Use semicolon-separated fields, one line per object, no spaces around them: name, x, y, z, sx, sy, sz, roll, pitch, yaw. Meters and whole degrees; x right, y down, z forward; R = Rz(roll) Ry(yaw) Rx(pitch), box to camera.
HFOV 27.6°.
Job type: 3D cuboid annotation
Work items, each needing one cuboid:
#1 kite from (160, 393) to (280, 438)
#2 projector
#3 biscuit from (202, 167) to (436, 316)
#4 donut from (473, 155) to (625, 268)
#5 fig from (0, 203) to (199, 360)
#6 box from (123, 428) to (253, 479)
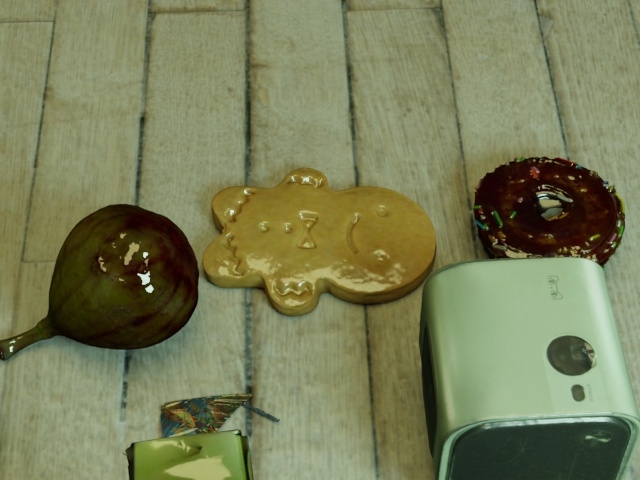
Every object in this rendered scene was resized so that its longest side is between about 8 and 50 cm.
kite;-0.161;0.267;1.804;0.160;0.010;0.183;28;53;24
projector;0.265;0.191;1.713;0.249;0.248;0.249;-3;52;-2
biscuit;0.000;-0.002;1.991;0.355;0.052;0.275;6;52;5
donut;0.345;-0.027;1.986;0.235;0.089;0.235;0;52;1
fig;-0.337;0.079;1.865;0.321;0.217;0.217;-26;53;9
box;-0.113;0.465;1.389;0.138;0.420;0.373;-7;52;-4
